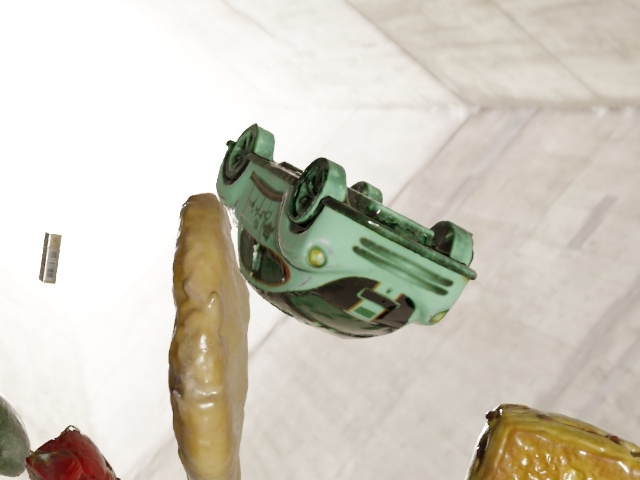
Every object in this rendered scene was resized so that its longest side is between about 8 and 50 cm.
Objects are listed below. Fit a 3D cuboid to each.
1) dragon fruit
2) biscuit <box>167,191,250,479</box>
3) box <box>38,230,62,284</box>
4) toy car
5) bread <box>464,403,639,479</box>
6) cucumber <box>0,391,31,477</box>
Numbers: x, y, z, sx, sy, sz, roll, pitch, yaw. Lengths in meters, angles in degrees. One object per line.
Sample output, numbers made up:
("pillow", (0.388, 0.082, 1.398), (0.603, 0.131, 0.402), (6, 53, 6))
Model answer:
("dragon fruit", (-0.366, 0.377, 1.983), (0.120, 0.161, 0.127), (-38, 155, -27))
("biscuit", (-0.149, 0.142, 1.775), (0.446, 0.104, 0.429), (97, -7, -68))
("box", (-0.440, 0.028, 2.075), (0.053, 0.024, 0.083), (-171, -93, -68))
("toy car", (0.000, 0.000, 1.008), (0.125, 0.136, 0.306), (-63, -155, 1))
("bread", (0.265, 0.294, 1.357), (0.099, 0.235, 0.210), (-39, 145, -77))
("cucumber", (-0.559, 0.297, 2.096), (0.105, 0.325, 0.145), (-44, -126, -6))
